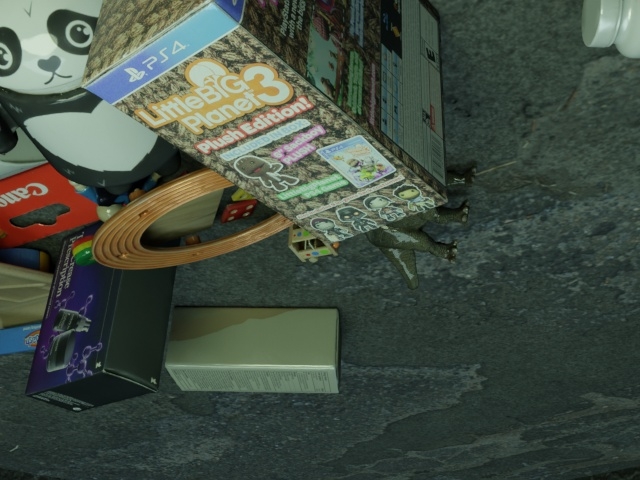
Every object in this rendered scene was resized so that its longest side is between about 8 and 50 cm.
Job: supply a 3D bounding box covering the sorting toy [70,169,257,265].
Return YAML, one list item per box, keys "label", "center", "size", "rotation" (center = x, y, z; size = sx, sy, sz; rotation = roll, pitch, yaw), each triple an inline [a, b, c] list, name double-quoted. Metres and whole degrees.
- label: "sorting toy"
  center: [-0.198, -0.046, 1.019]
  size: [0.274, 0.046, 0.132]
  rotation: [-18, 163, -23]

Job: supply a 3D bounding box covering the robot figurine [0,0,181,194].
- label: "robot figurine"
  center: [-0.226, -0.160, 0.747]
  size: [0.173, 0.209, 0.278]
  rotation: [25, 158, 22]

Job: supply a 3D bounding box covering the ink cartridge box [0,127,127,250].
- label: "ink cartridge box"
  center: [-0.494, -0.072, 1.007]
  size: [0.308, 0.091, 0.385]
  rotation: [-14, 144, 26]

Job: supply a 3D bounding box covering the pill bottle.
- label: "pill bottle"
  center: [0.328, -0.212, 0.705]
  size: [0.152, 0.086, 0.086]
  rotation: [2, 150, 3]

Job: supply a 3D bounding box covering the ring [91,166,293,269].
- label: "ring"
  center: [-0.125, -0.041, 0.966]
  size: [0.336, 0.032, 0.336]
  rotation: [-20, 166, -5]

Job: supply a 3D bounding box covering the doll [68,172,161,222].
- label: "doll"
  center: [-0.260, -0.084, 0.984]
  size: [0.129, 0.046, 0.189]
  rotation: [-12, 156, -33]

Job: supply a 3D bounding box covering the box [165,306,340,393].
- label: "box"
  center: [-0.118, 0.208, 1.429]
  size: [0.311, 0.121, 0.148]
  rotation: [1, 150, 3]

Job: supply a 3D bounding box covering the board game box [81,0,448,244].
- label: "board game box"
  center: [-0.026, -0.170, 0.661]
  size: [0.141, 0.232, 0.291]
  rotation: [-20, 142, 34]

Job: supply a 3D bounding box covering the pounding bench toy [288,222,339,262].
- label: "pounding bench toy"
  center: [0.000, 0.000, 1.130]
  size: [0.065, 0.052, 0.083]
  rotation: [-11, 148, 21]

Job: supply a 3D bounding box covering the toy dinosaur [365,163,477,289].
- label: "toy dinosaur"
  center: [0.115, -0.042, 1.021]
  size: [0.160, 0.121, 0.313]
  rotation: [12, 155, 7]

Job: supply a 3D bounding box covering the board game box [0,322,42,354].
- label: "board game box"
  center: [-0.461, 0.168, 1.385]
  size: [0.210, 0.047, 0.160]
  rotation: [-10, 175, 14]

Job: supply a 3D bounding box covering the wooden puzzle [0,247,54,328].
- label: "wooden puzzle"
  center: [-0.584, 0.058, 1.214]
  size: [0.322, 0.080, 0.348]
  rotation: [-13, 156, 28]

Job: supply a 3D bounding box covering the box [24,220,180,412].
- label: "box"
  center: [-0.316, 0.102, 1.122]
  size: [0.184, 0.261, 0.103]
  rotation: [-19, 144, 31]
